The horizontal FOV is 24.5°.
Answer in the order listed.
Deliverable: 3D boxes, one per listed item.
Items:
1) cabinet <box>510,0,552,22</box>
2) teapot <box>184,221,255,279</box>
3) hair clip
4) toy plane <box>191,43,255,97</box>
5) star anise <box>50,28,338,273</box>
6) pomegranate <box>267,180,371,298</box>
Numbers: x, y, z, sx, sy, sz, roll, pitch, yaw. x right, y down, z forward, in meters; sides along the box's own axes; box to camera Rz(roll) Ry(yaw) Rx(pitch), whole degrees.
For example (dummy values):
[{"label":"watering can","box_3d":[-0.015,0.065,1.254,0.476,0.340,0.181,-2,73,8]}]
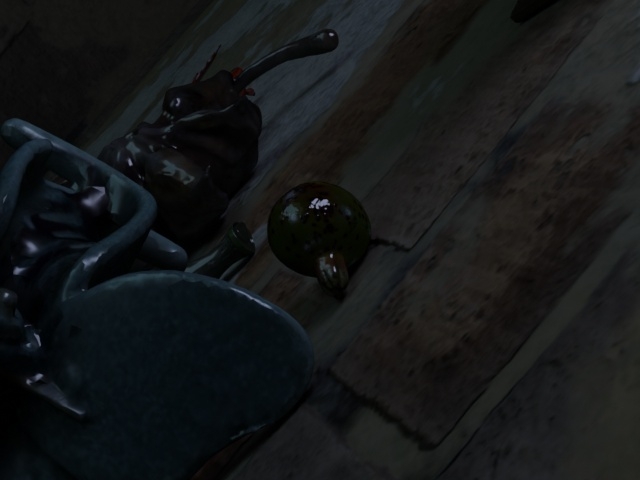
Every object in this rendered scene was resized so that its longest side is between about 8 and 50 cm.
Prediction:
[{"label":"cabinet","box_3d":[0.174,-0.316,1.115,0.148,0.175,0.215,-28,24,53]},{"label":"teapot","box_3d":[-0.104,0.029,1.287,0.111,0.043,0.043,-42,16,14]},{"label":"hair clip","box_3d":[-0.231,0.085,1.045,0.318,0.392,0.238,-62,3,9]},{"label":"toy plane","box_3d":[-0.148,-0.125,1.741,0.126,0.077,0.194,-30,30,58]},{"label":"star anise","box_3d":[-0.147,-0.062,1.512,0.359,0.139,0.316,-22,33,26]},{"label":"pomegranate","box_3d":[-0.003,-0.003,1.025,0.073,0.073,0.084,-40,17,27]}]
